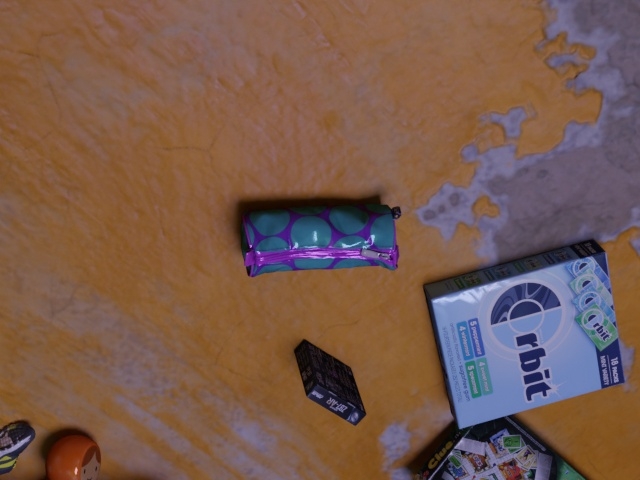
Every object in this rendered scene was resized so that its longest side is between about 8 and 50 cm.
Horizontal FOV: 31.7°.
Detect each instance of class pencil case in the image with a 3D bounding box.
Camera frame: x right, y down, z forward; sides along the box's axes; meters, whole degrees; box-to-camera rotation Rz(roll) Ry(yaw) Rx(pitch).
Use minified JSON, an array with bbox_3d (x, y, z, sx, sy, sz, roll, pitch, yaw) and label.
[{"bbox_3d":[0.000,0.000,1.069,0.151,0.070,0.064,-3,120,-8],"label":"pencil case"}]

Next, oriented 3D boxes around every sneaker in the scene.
[{"bbox_3d":[-0.323,0.218,1.159,0.083,0.031,0.035,-33,133,13],"label":"sneaker"}]

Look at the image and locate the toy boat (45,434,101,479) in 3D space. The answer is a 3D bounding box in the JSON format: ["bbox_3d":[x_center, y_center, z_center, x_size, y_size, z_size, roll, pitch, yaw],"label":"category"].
[{"bbox_3d":[-0.255,0.275,1.155,0.231,0.151,0.151,7,88,-14],"label":"toy boat"}]

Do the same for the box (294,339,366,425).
[{"bbox_3d":[0.009,0.144,1.143,0.067,0.083,0.018,34,107,-26],"label":"box"}]

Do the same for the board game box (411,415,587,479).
[{"bbox_3d":[0.228,0.295,1.281,0.259,0.030,0.136,41,85,-27],"label":"board game box"}]

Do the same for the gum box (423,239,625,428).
[{"bbox_3d":[0.213,0.098,1.169,0.184,0.041,0.157,-15,112,-3],"label":"gum box"}]
